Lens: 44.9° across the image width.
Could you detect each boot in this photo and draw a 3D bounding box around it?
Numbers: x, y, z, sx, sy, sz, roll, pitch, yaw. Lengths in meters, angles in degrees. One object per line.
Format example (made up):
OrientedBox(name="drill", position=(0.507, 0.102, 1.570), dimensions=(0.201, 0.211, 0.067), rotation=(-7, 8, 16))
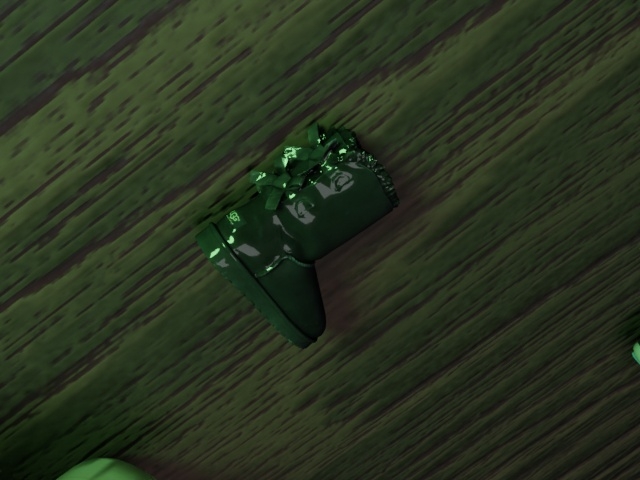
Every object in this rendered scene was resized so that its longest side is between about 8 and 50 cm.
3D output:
OrientedBox(name="boot", position=(0.000, 0.000, 0.424), dimensions=(0.099, 0.045, 0.121), rotation=(-37, 135, 2))

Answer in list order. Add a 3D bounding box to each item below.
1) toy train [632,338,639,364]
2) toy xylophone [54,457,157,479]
OrientedBox(name="toy train", position=(0.337, 0.059, 0.636), dimensions=(0.105, 0.080, 0.184), rotation=(28, 114, -32))
OrientedBox(name="toy xylophone", position=(-0.224, 0.250, 0.431), dimensions=(0.322, 0.081, 0.236), rotation=(-43, 175, 19))
